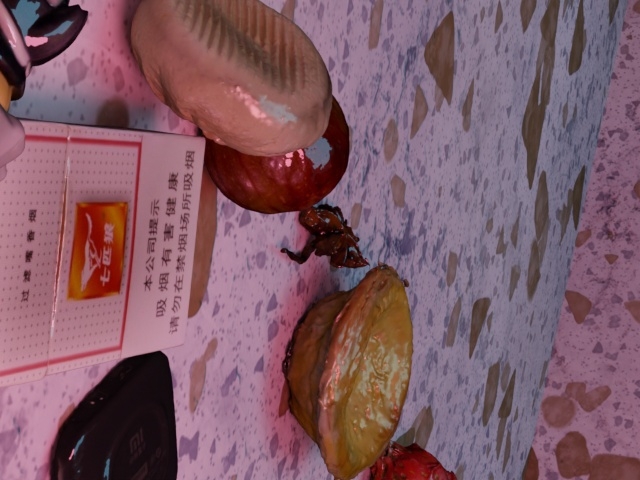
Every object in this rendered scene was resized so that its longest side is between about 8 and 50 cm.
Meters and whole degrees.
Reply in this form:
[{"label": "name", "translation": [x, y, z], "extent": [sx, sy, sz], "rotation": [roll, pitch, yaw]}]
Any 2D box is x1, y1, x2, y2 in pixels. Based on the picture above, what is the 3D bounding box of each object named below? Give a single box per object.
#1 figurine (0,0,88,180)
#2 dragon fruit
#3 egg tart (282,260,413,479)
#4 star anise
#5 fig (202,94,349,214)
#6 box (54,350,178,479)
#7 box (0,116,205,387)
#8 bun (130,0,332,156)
[{"label": "figurine", "translation": [-0.258, -0.145, 0.860], "extent": [0.133, 0.176, 0.236], "rotation": [92, 22, -66]}, {"label": "dragon fruit", "translation": [0.140, 0.374, 2.061], "extent": [0.153, 0.153, 0.111], "rotation": [-43, 119, -57]}, {"label": "egg tart", "translation": [0.036, 0.181, 1.741], "extent": [0.315, 0.120, 0.315], "rotation": [10, 90, -67]}, {"label": "star anise", "translation": [0.000, 0.000, 1.665], "extent": [0.190, 0.070, 0.097], "rotation": [1, 70, -66]}, {"label": "fig", "translation": [-0.064, -0.133, 1.356], "extent": [0.207, 0.175, 0.175], "rotation": [57, 45, -38]}, {"label": "box", "translation": [-0.201, 0.234, 1.284], "extent": [0.212, 0.042, 0.201], "rotation": [-46, 137, -56]}, {"label": "box", "translation": [-0.224, 0.003, 1.081], "extent": [0.330, 0.095, 0.210], "rotation": [-4, 101, -66]}, {"label": "bun", "translation": [-0.095, -0.156, 1.220], "extent": [0.127, 0.222, 0.222], "rotation": [-51, 175, 32]}]
